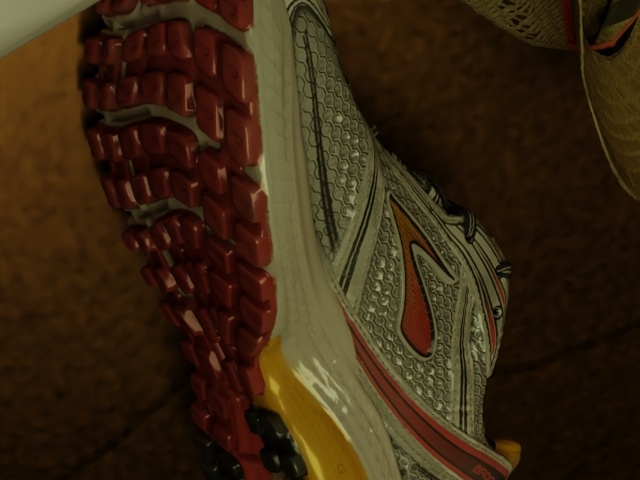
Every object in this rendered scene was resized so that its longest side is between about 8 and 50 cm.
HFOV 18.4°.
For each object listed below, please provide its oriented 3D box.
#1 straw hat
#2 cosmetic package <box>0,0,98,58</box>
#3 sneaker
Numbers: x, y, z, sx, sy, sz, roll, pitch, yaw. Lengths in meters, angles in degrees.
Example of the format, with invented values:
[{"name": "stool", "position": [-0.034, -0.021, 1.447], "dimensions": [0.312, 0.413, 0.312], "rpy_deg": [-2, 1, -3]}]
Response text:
[{"name": "straw hat", "position": [0.065, -0.083, 0.537], "dimensions": [0.061, 0.144, 0.144], "rpy_deg": [6, 125, 25]}, {"name": "cosmetic package", "position": [-0.079, -0.146, 0.366], "dimensions": [0.385, 0.217, 0.156], "rpy_deg": [-33, 123, -1]}, {"name": "sneaker", "position": [0.000, 0.000, 0.563], "dimensions": [0.092, 0.088, 0.225], "rpy_deg": [-31, 126, -25]}]
